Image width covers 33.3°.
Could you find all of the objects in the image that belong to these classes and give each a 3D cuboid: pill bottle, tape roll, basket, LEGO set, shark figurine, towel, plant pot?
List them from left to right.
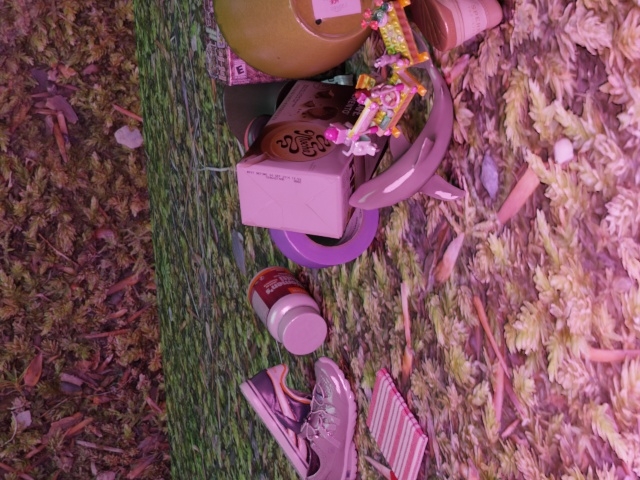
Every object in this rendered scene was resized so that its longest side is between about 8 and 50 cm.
[{"bbox_3d":[-0.078,-0.262,2.144,0.204,0.154,0.227,61,160,-17],"label":"basket"},{"bbox_3d":[-0.072,0.153,2.337,0.221,0.121,0.121,-133,39,-57],"label":"pill bottle"},{"bbox_3d":[-0.015,-0.384,1.674,0.293,0.275,0.275,-139,43,-73],"label":"plant pot"},{"bbox_3d":[0.005,-0.045,1.946,0.080,0.189,0.189,162,99,-69],"label":"tape roll"},{"bbox_3d":[0.070,-0.243,1.497,0.132,0.107,0.287,27,122,32],"label":"LEGO set"},{"bbox_3d":[0.143,0.349,1.976,0.197,0.029,0.144,-122,32,-46],"label":"towel"},{"bbox_3d":[0.155,-0.167,1.593,0.116,0.166,0.278,27,-100,-79],"label":"shark figurine"}]

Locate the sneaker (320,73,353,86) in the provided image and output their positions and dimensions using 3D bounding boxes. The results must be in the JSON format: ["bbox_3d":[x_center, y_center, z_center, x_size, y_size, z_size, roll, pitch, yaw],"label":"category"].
[{"bbox_3d":[0.031,-0.283,1.995,0.109,0.040,0.044,-177,77,-70],"label":"sneaker"}]

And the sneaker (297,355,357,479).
[{"bbox_3d":[0.009,0.381,2.219,0.105,0.115,0.281,-164,67,-68],"label":"sneaker"}]

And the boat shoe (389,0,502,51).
[{"bbox_3d":[0.161,-0.370,1.527,0.302,0.098,0.109,-119,11,-50],"label":"boat shoe"}]

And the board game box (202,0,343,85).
[{"bbox_3d":[-0.090,-0.446,1.978,0.141,0.232,0.291,-147,51,-63],"label":"board game box"}]

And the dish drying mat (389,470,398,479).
[{"bbox_3d":[0.151,0.454,2.019,0.083,0.008,0.032,162,99,-71],"label":"dish drying mat"}]

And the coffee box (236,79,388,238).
[{"bbox_3d":[-0.003,-0.139,1.739,0.297,0.168,0.119,-61,-26,-51],"label":"coffee box"}]

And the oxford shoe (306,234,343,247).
[{"bbox_3d":[0.000,0.000,2.186,0.076,0.076,0.212,56,167,-23],"label":"oxford shoe"}]

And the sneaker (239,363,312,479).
[{"bbox_3d":[-0.046,0.425,2.404,0.321,0.127,0.126,58,168,-9],"label":"sneaker"}]

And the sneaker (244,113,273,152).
[{"bbox_3d":[-0.094,-0.145,2.048,0.136,0.116,0.314,23,166,28],"label":"sneaker"}]
